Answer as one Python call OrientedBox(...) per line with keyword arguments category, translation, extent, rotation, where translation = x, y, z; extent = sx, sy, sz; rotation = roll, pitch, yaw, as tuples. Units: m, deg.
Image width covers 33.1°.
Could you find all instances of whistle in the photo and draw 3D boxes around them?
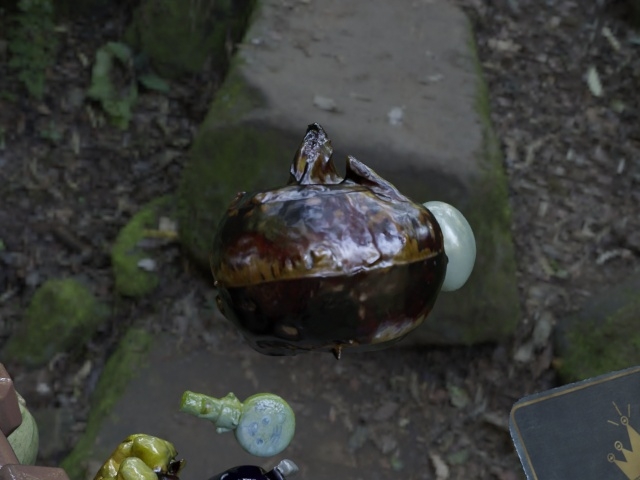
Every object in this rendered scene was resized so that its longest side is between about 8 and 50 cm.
OrientedBox(category="whistle", translation=(-0.135, 0.287, 1.748), extent=(0.198, 0.104, 0.057), rotation=(19, -5, -17))

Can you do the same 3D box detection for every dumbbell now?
OrientedBox(category="dumbbell", translation=(-0.259, 0.176, 0.852), extent=(0.092, 0.082, 0.231), rotation=(-44, 39, -6))

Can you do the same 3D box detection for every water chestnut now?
OrientedBox(category="water chestnut", translation=(0.000, 0.000, 1.286), extent=(0.300, 0.300, 0.300), rotation=(8, 27, -4))

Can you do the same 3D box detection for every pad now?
OrientedBox(category="pad", translation=(0.435, 0.301, 1.326), extent=(0.375, 0.063, 0.315), rotation=(-11, 74, -29))

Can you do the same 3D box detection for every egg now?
OrientedBox(category="egg", translation=(0.195, 0.010, 1.752), extent=(0.114, 0.152, 0.114), rotation=(-20, 12, 4))

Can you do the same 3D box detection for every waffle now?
OrientedBox(category="waffle", translation=(-0.290, 0.395, 1.279), extent=(0.095, 0.382, 0.379), rotation=(31, 71, -3))

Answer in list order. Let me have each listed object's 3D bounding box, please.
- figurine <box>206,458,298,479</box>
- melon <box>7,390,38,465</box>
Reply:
OrientedBox(category="figurine", translation=(-0.155, 0.463, 1.774), extent=(0.143, 0.308, 0.308), rotation=(32, 28, -4))
OrientedBox(category="melon", translation=(-0.556, 0.322, 1.508), extent=(0.329, 0.248, 0.248), rotation=(-32, 42, -16))
